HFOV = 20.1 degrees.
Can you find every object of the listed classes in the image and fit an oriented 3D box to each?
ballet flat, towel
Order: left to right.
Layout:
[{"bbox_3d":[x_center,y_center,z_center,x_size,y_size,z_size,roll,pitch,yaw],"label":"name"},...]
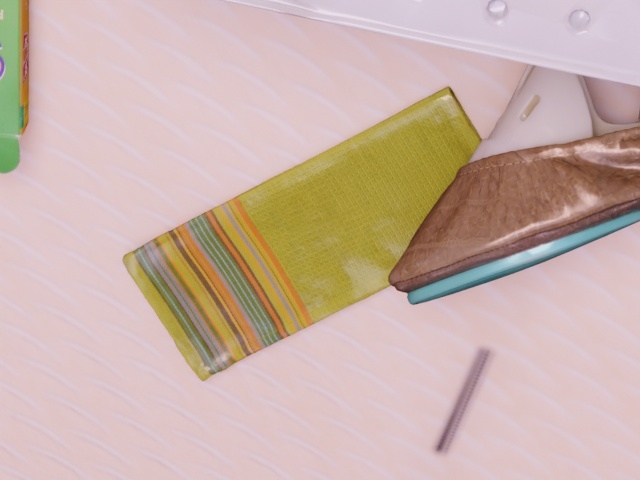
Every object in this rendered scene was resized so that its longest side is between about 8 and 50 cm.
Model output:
[{"bbox_3d":[0.000,0.000,1.114,0.237,0.021,0.102,-27,114,16],"label":"towel"},{"bbox_3d":[0.191,-0.065,1.025,0.342,0.116,0.124,-16,90,10],"label":"ballet flat"}]

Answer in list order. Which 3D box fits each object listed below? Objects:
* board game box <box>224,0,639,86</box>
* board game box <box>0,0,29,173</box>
[{"bbox_3d":[0.114,-0.266,0.770,0.390,0.050,0.390,12,117,1],"label":"board game box"},{"bbox_3d":[-0.227,-0.166,1.019,0.124,0.039,0.259,5,110,1],"label":"board game box"}]
